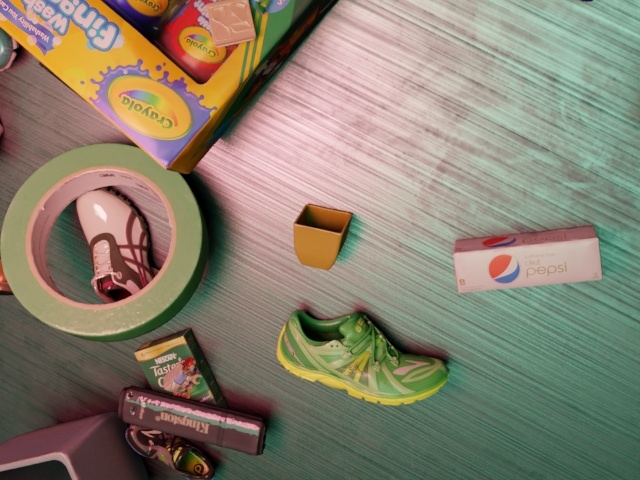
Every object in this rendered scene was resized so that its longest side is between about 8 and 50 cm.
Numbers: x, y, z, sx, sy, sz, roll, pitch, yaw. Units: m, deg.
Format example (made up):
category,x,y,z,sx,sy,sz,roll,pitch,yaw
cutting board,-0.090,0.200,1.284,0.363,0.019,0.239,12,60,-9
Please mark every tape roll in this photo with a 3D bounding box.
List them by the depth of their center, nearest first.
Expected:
category,x,y,z,sx,sy,sz,roll,pitch,yaw
tape roll,-0.348,0.002,1.231,0.322,0.077,0.321,0,75,0

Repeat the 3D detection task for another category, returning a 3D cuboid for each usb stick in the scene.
category,x,y,z,sx,sy,sz,roll,pitch,yaw
usb stick,-0.230,0.324,1.359,0.278,0.045,0.077,12,110,8

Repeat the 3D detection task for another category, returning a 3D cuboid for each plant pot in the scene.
category,x,y,z,sx,sy,sz,roll,pitch,yaw
plant pot,0.000,0.000,1.236,0.082,0.081,0.083,13,119,9
plant pot,-0.454,0.448,1.384,0.247,0.252,0.247,-16,102,18

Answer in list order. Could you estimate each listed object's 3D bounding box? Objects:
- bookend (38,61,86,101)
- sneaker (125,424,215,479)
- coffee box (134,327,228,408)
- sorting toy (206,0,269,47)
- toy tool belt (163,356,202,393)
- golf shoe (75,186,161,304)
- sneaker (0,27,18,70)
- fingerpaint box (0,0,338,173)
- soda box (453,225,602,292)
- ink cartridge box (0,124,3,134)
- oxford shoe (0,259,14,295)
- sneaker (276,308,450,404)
category,x,y,z,sx,sy,sz,roll,pitch,yaw
bookend,-0.345,-0.304,1.228,0.157,0.072,0.156,37,110,1
sneaker,-0.275,0.393,1.411,0.188,0.067,0.078,33,149,-3
coffee box,-0.255,0.263,1.393,0.113,0.040,0.184,-19,101,18
sorting toy,-0.105,-0.293,1.000,0.083,0.012,0.062,-12,90,3
toy tool belt,-0.238,0.242,1.341,0.083,0.052,0.051,-40,127,21
golf shoe,-0.350,0.031,1.307,0.105,0.120,0.272,-24,98,21
sneaker,-0.639,-0.363,1.260,0.275,0.110,0.107,27,110,4
fingerpaint box,-0.254,-0.377,1.081,0.445,0.163,0.371,42,93,-1
soda box,0.318,0.029,1.169,0.216,0.074,0.069,-7,105,15
ink cartridge box,-0.736,-0.216,1.279,0.289,0.121,0.211,-5,135,15
oxford shoe,-0.661,0.062,1.426,0.212,0.076,0.076,0,76,16
sneaker,0.070,0.189,1.257,0.296,0.109,0.123,12,113,10
